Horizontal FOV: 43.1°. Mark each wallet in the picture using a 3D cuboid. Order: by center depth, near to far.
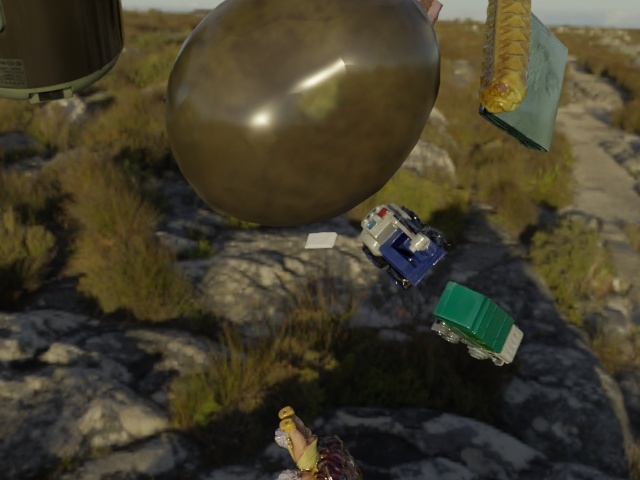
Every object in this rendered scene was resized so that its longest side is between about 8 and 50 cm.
[{"bbox_3d":[0.442,-0.346,1.736,0.054,0.252,0.290,10,-7,41],"label":"wallet"},{"bbox_3d":[0.000,0.000,1.995,0.083,0.044,0.011,-2,-34,37],"label":"wallet"}]

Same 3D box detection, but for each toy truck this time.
[{"bbox_3d":[0.326,0.174,1.694,0.253,0.114,0.124,36,-14,-38],"label":"toy truck"},{"bbox_3d":[0.180,-0.001,1.877,0.213,0.161,0.177,43,1,36],"label":"toy truck"}]

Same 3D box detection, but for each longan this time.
[{"bbox_3d":[-0.026,-0.198,1.131,0.404,0.336,0.404,-31,11,6],"label":"longan"}]

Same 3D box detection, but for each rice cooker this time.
[{"bbox_3d":[-0.492,-0.432,1.324,0.334,0.325,0.335,4,46,-4],"label":"rice cooker"}]

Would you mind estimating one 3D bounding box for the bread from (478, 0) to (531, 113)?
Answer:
[{"bbox_3d":[0.333,-0.356,1.447,0.084,0.077,0.368,-2,46,19],"label":"bread"}]

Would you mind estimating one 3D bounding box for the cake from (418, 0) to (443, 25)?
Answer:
[{"bbox_3d":[0.192,-0.502,2.048,0.115,0.295,0.113,24,15,-27],"label":"cake"}]

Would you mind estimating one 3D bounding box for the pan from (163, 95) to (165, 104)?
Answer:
[{"bbox_3d":[-0.322,-0.254,1.842,0.028,0.136,0.235,-12,50,-27],"label":"pan"}]

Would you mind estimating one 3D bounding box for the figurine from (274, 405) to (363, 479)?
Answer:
[{"bbox_3d":[-0.011,0.418,1.533,0.115,0.240,0.175,-37,23,17],"label":"figurine"}]
